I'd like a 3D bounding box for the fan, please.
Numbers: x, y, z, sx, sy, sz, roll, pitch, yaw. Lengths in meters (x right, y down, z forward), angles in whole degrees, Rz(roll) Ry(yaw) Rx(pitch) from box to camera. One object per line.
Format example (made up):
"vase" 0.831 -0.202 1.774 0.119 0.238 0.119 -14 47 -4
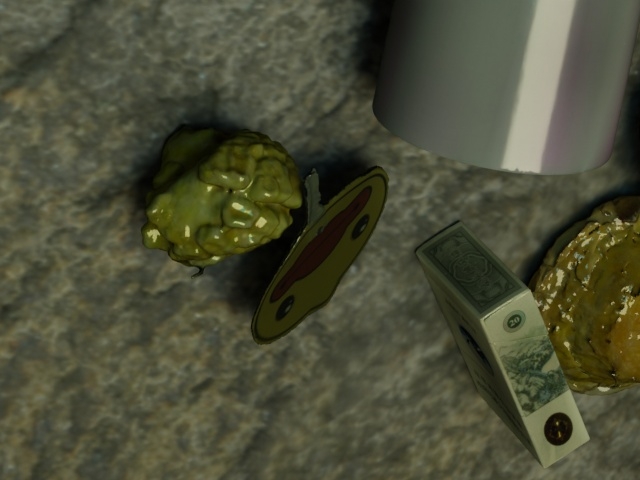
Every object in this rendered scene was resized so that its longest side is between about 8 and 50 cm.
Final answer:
"fan" -0.001 -0.001 1.966 0.229 0.011 0.335 -48 163 -17

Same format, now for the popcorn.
"popcorn" -0.102 -0.039 1.895 0.173 0.173 0.142 -22 115 -17

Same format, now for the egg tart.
"egg tart" 0.384 0.080 2.265 0.294 0.116 0.295 -13 120 -23

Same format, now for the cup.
"cup" 0.202 -0.260 1.878 0.253 0.253 0.372 -4 117 -28

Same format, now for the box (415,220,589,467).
"box" 0.211 0.121 2.158 0.069 0.164 0.256 -32 128 -7
